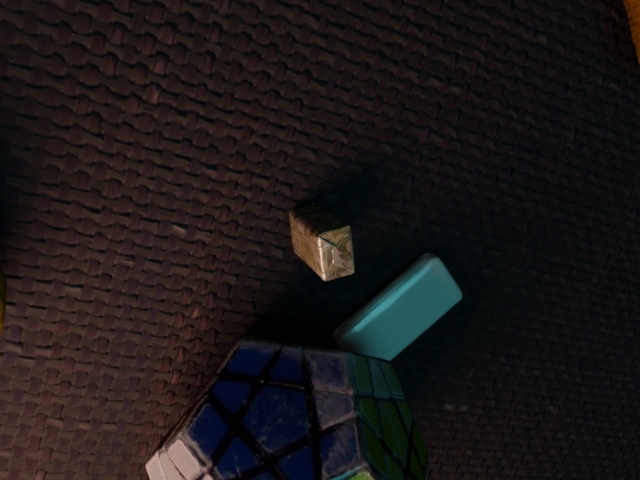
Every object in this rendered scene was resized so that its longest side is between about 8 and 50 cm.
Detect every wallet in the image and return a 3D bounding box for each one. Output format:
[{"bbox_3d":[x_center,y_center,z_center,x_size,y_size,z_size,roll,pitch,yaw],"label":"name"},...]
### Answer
[{"bbox_3d":[0.102,0.103,0.826,0.190,0.033,0.095,-38,116,-3],"label":"wallet"}]

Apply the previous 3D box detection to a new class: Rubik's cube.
[{"bbox_3d":[-0.033,0.252,0.702,0.319,0.319,0.264,-21,143,-12],"label":"Rubik's cube"}]

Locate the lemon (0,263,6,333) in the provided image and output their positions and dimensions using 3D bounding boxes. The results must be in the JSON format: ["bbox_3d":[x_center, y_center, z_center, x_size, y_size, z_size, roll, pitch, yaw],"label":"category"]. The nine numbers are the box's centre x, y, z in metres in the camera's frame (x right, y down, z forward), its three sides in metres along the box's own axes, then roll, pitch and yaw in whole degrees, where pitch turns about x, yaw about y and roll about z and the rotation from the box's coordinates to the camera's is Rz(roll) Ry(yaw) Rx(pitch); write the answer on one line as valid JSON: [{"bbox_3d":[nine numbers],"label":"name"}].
[{"bbox_3d":[-0.383,0.064,0.541,0.192,0.192,0.231,13,99,-24],"label":"lemon"}]

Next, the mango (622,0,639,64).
[{"bbox_3d":[0.424,-0.316,0.732,0.156,0.151,0.249,-5,123,15],"label":"mango"}]

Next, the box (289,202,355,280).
[{"bbox_3d":[0.000,0.000,0.711,0.045,0.098,0.062,-16,117,-20],"label":"box"}]
